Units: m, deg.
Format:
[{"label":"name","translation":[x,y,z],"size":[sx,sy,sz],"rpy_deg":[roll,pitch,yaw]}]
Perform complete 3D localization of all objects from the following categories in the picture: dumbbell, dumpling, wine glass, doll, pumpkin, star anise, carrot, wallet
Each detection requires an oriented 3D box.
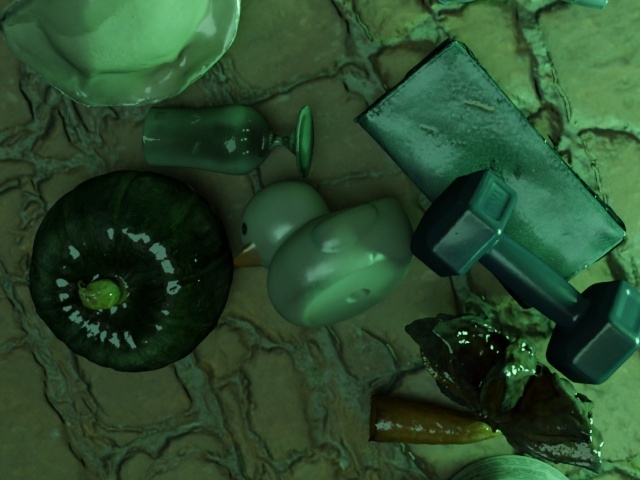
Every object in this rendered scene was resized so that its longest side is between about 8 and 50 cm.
[{"label":"dumbbell","translation":[0.282,0.051,1.556],"size":[0.325,0.160,0.144],"rpy_deg":[37,81,-7]},{"label":"dumpling","translation":[-0.246,-0.323,1.574],"size":[0.341,0.181,0.260],"rpy_deg":[-45,113,-4]},{"label":"wine glass","translation":[-0.131,-0.144,1.637],"size":[0.230,0.103,0.103],"rpy_deg":[4,108,13]},{"label":"doll","translation":[0.000,0.000,1.634],"size":[0.251,0.221,0.221],"rpy_deg":[-23,103,-7]},{"label":"pumpkin","translation":[-0.273,0.045,1.665],"size":[0.300,0.207,0.300],"rpy_deg":[3,107,9]},{"label":"star anise","translation":[0.260,0.202,1.596],"size":[0.331,0.331,0.117],"rpy_deg":[45,79,-6]},{"label":"carrot","translation":[0.174,0.274,1.736],"size":[0.205,0.072,0.072],"rpy_deg":[4,108,3]},{"label":"wallet","translation":[0.240,-0.088,1.614],"size":[0.190,0.046,0.379],"rpy_deg":[-39,100,21]}]

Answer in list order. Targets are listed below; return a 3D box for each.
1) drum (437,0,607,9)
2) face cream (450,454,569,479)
[{"label":"drum","translation":[0.243,-0.338,1.537],"size":[0.253,0.049,0.130],"rpy_deg":[32,110,-1]},{"label":"face cream","translation":[0.284,0.465,1.692],"size":[0.248,0.225,0.249],"rpy_deg":[2,106,7]}]
